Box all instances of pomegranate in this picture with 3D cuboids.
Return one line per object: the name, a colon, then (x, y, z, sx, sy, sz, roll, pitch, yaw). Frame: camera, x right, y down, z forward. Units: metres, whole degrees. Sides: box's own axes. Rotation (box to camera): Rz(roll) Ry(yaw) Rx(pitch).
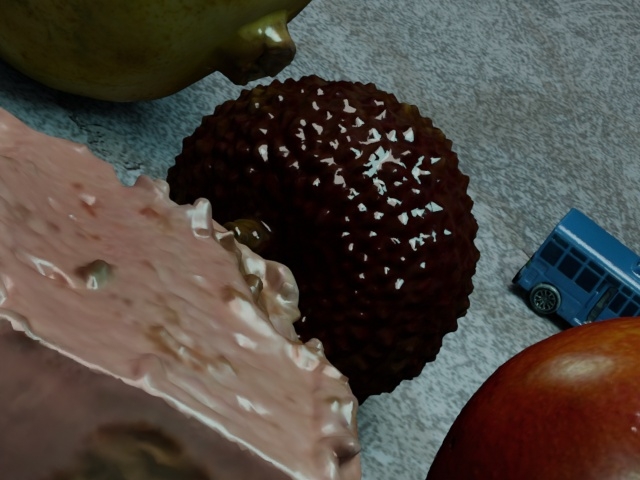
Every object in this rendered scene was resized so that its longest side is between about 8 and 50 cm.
pomegranate: (-0.156, -0.313, 1.738, 0.416, 0.417, 0.417, 27, 27, -15)

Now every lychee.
lychee: (0.000, 0.000, 1.524, 0.276, 0.276, 0.304, 46, 22, 23)

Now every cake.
cake: (-0.155, 0.119, 1.111, 0.307, 0.293, 0.314, 30, 19, -17)

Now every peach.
peach: (0.249, 0.227, 1.366, 0.370, 0.370, 0.370, 27, 27, -15)

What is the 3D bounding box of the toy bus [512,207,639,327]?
toy bus: (0.308, 0.058, 1.965, 0.184, 0.106, 0.090, 38, 23, 7)
